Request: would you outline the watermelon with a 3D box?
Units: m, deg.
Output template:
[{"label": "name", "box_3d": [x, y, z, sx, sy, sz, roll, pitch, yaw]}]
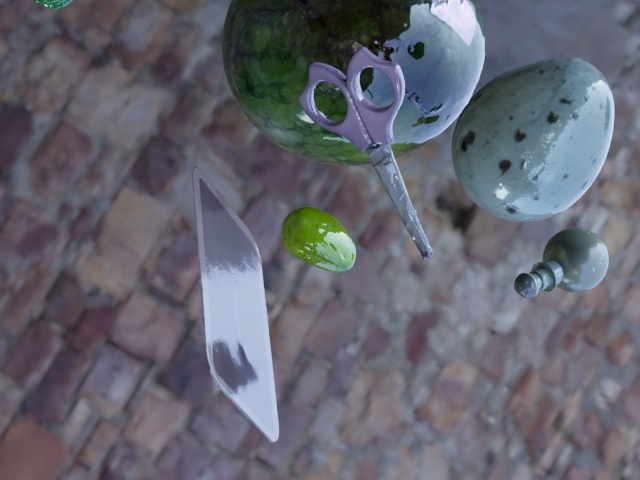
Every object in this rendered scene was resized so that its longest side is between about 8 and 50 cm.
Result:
[{"label": "watermelon", "box_3d": [0.043, -0.262, 2.148, 0.363, 0.363, 0.363, -56, -171, 13]}]

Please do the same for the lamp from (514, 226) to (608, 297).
[{"label": "lamp", "box_3d": [0.324, 0.039, 2.190, 0.163, 0.091, 0.091, -22, 162, -39]}]

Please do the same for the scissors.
[{"label": "scissors", "box_3d": [0.059, -0.077, 1.479, 0.110, 0.212, 0.021, -16, -160, 34]}]

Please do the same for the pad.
[{"label": "pad", "box_3d": [-0.087, 0.064, 1.624, 0.002, 0.176, 0.266, -18, -127, 14]}]

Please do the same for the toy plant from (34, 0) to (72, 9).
[{"label": "toy plant", "box_3d": [-0.310, -0.334, 1.649, 0.155, 0.240, 0.088, -25, -141, 33]}]

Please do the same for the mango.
[{"label": "mango", "box_3d": [0.000, 0.000, 2.062, 0.073, 0.108, 0.056, -54, -173, -35]}]

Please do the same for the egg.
[{"label": "egg", "box_3d": [0.187, -0.090, 1.366, 0.164, 0.131, 0.131, -44, -165, 34]}]
